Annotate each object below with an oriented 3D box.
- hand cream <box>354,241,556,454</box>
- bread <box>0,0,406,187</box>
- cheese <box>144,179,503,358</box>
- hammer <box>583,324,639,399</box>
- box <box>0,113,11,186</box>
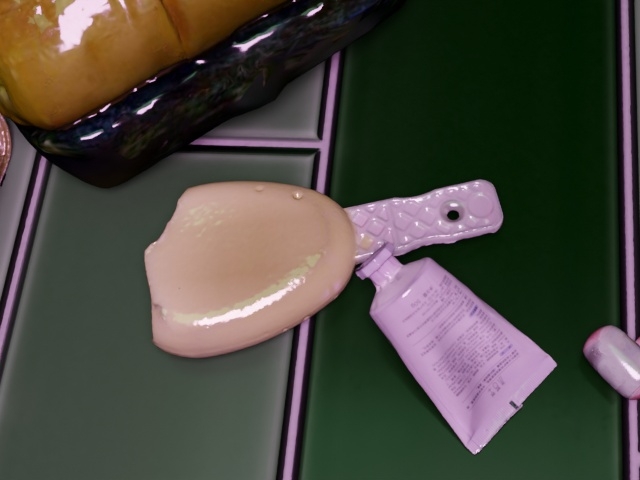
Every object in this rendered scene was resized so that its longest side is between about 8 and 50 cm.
[{"bbox_3d":[0.080,0.061,0.675,0.084,0.053,0.142,-44,95,-12],"label":"hand cream"},{"bbox_3d":[-0.106,-0.218,0.759,0.377,0.208,0.251,-33,61,-4],"label":"bread"},{"bbox_3d":[0.000,0.000,0.721,0.256,0.050,0.127,-14,63,0],"label":"cheese"},{"bbox_3d":[0.216,0.065,0.673,0.083,0.031,0.052,-35,69,-15],"label":"hammer"},{"bbox_3d":[-0.294,-0.035,0.750,0.111,0.111,0.177,11,68,13],"label":"box"}]
